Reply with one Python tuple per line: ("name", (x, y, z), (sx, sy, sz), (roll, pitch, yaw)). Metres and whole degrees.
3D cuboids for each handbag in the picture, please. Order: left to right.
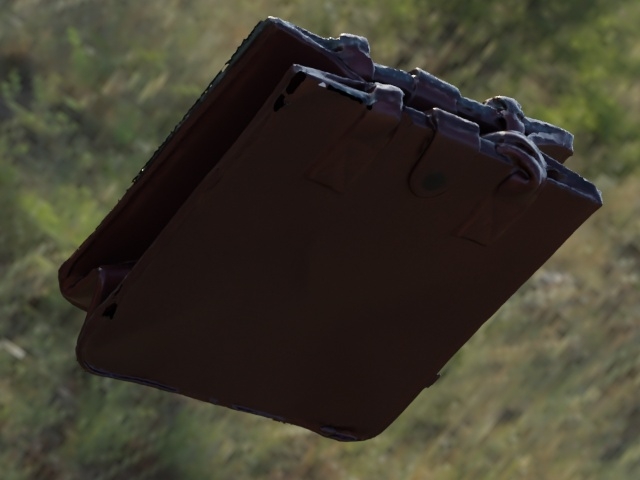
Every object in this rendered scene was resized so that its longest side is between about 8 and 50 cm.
("handbag", (0.000, 0.001, 1.190), (0.260, 0.275, 0.084), (21, 37, -35))
